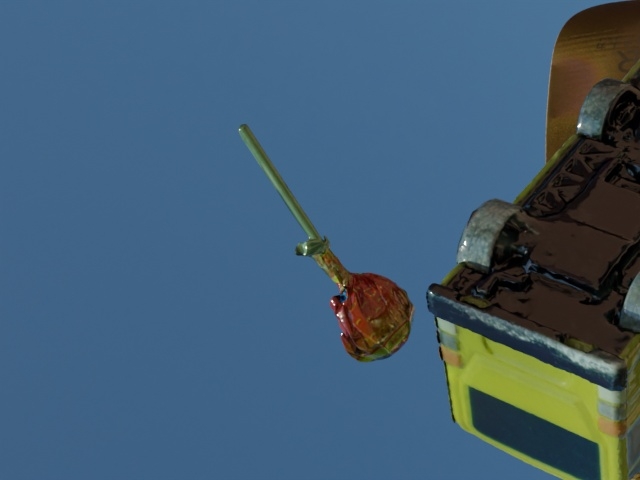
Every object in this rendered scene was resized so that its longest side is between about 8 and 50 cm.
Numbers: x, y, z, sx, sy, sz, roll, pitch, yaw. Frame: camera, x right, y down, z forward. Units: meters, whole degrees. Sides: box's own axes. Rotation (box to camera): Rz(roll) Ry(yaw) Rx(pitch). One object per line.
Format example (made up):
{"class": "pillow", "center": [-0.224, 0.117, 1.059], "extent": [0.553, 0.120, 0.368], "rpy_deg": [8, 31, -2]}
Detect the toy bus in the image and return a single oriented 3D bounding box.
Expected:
{"class": "toy bus", "center": [0.186, 0.008, 0.974], "extent": [0.128, 0.150, 0.262], "rpy_deg": [22, -128, 32]}

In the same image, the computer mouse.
{"class": "computer mouse", "center": [0.238, -0.088, 1.290], "extent": [0.056, 0.126, 0.245], "rpy_deg": [58, -145, -57]}

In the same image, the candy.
{"class": "candy", "center": [0.000, 0.000, 1.202], "extent": [0.201, 0.060, 0.060], "rpy_deg": [55, -144, -12]}

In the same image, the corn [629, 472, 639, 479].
{"class": "corn", "center": [0.214, 0.157, 0.737], "extent": [0.079, 0.237, 0.080], "rpy_deg": [-12, -71, -37]}
